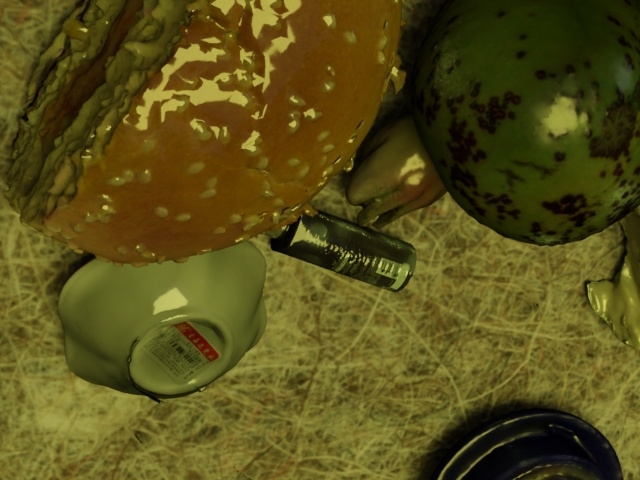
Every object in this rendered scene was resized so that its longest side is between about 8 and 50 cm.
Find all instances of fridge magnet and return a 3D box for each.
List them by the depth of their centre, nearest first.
[{"bbox_3d":[0.241,0.323,1.514,0.265,0.112,0.265,-6,110,-18],"label":"fridge magnet"}]

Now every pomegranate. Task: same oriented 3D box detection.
[{"bbox_3d":[0.174,-0.112,1.268,0.340,0.285,0.285,-24,121,28],"label":"pomegranate"}]

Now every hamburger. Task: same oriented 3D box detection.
[{"bbox_3d":[-0.062,-0.152,1.151,0.287,0.268,0.445,27,99,-30],"label":"hamburger"}]

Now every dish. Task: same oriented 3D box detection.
[{"bbox_3d":[-0.146,0.094,1.282,0.229,0.081,0.229,-11,129,-14],"label":"dish"}]

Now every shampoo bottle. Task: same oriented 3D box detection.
[{"bbox_3d":[0.000,-0.001,1.335,0.207,0.063,0.057,19,92,-24],"label":"shampoo bottle"}]

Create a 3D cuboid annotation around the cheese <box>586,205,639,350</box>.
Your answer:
[{"bbox_3d":[0.423,0.001,1.448,0.233,0.127,0.266,-13,111,-11],"label":"cheese"}]
